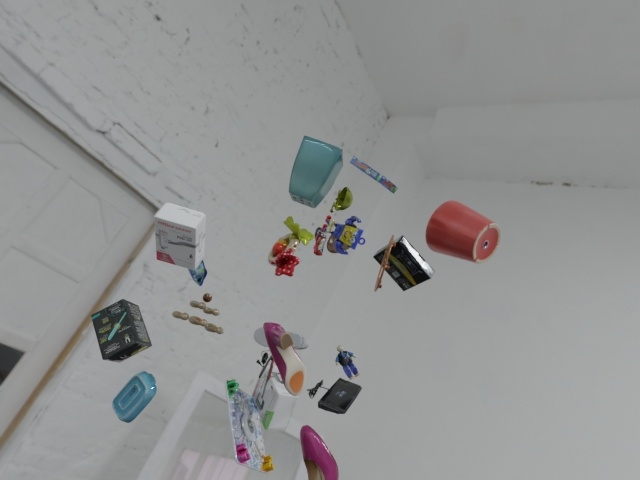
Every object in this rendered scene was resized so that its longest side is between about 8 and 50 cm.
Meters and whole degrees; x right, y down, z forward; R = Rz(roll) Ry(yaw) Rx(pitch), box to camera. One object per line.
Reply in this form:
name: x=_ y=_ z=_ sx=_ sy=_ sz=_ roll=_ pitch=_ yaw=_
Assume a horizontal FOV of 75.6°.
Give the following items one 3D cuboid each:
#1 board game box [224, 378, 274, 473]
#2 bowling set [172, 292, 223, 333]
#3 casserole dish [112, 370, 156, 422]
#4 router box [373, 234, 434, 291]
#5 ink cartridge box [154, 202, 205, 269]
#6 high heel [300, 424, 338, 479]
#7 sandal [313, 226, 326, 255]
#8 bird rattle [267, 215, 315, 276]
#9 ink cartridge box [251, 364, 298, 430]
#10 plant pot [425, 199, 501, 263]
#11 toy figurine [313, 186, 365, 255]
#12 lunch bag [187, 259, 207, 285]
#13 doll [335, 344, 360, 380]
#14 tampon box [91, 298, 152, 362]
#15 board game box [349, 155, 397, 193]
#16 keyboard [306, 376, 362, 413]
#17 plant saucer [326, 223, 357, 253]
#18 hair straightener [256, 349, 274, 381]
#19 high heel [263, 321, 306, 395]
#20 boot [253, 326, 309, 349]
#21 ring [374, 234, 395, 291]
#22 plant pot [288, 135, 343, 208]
board game box: x=-0.352 y=0.928 z=2.065 sx=0.389 sy=0.051 sz=0.389 roll=66 pitch=3 yaw=-51
bowling set: x=-0.640 y=0.381 z=2.256 sx=0.154 sy=0.199 sz=0.287 roll=2 pitch=-23 yaw=45
casserole dish: x=-0.649 y=0.540 z=1.427 sx=0.114 sy=0.188 sz=0.037 roll=41 pitch=-1 yaw=26
router box: x=0.517 y=0.147 z=2.577 sx=0.308 sy=0.081 sz=0.243 roll=48 pitch=-43 yaw=-4
ink cartridge box: x=-0.670 y=-0.016 z=1.970 sx=0.208 sy=0.117 sz=0.282 roll=16 pitch=-50 yaw=1
high heel: x=-0.024 y=0.810 z=1.334 sx=0.127 sy=0.182 sz=0.376 roll=-39 pitch=-107 yaw=51
sandal: x=0.000 y=0.000 z=2.255 sx=0.067 sy=0.179 sz=0.040 roll=11 pitch=-35 yaw=-9
bird rattle: x=-0.138 y=0.044 z=1.699 sx=0.143 sy=0.253 sz=0.207 roll=34 pitch=-30 yaw=-27
ink cartridge box: x=-0.236 y=0.788 z=2.084 sx=0.115 sy=0.198 sz=0.273 roll=17 pitch=8 yaw=-28
plant pot: x=0.665 y=-0.025 z=1.896 sx=0.243 sy=0.275 sz=0.275 roll=34 pitch=-9 yaw=49
toy figurine: x=0.132 y=-0.060 z=2.053 sx=0.218 sy=0.362 sz=0.191 roll=25 pitch=0 yaw=-7
lunch bag: x=-0.672 y=0.156 z=2.234 sx=0.129 sy=0.097 sz=0.151 roll=38 pitch=-46 yaw=56
doll: x=0.144 y=0.655 z=2.239 sx=0.188 sy=0.129 sz=0.046 roll=59 pitch=-26 yaw=22
tampon box: x=-0.652 y=0.297 z=1.354 sx=0.160 sy=0.121 sz=0.101 roll=61 pitch=-4 yaw=22
board game box: x=0.232 y=-0.287 z=1.805 sx=0.136 sy=0.035 sz=0.201 roll=24 pitch=15 yaw=-49
keyboard: x=0.057 y=0.685 z=1.851 sx=0.202 sy=0.033 sz=0.317 roll=16 pitch=6 yaw=19
plant saucer: x=0.122 y=-0.004 z=2.179 sx=0.199 sy=0.198 sz=0.036 roll=4 pitch=-33 yaw=50
hair straightener: x=-0.269 y=0.595 z=2.035 sx=0.089 sy=0.047 sz=0.230 roll=28 pitch=24 yaw=-5
high heel: x=-0.119 y=0.368 z=1.285 sx=0.117 sy=0.082 sz=0.243 roll=17 pitch=-49 yaw=51
boot: x=-0.183 y=0.478 z=1.967 sx=0.259 sy=0.095 sz=0.123 roll=6 pitch=-22 yaw=22
ring: x=0.365 y=0.130 z=2.310 sx=0.032 sy=0.336 sz=0.336 roll=18 pitch=-20 yaw=7
plant pot: x=-0.031 y=-0.264 z=1.670 sx=0.166 sy=0.234 sz=0.165 roll=22 pitch=-12 yaw=9
